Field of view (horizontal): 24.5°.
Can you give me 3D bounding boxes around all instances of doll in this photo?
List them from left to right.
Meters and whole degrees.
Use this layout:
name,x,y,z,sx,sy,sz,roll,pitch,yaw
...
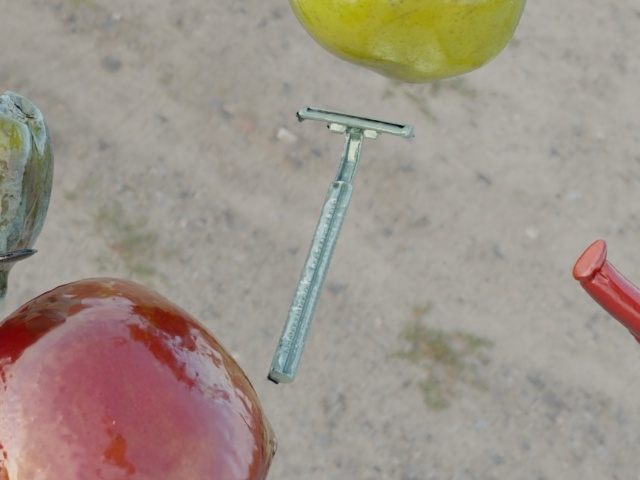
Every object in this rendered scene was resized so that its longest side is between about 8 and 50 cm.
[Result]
name,x,y,z,sx,sy,sz,roll,pitch,yaw
doll,0.415,0.138,1.545,0.384,0.099,0.188,45,-10,-38

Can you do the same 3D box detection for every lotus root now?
name,x,y,z,sx,sy,sz,roll,pitch,yaw
lotus root,-0.289,-0.035,1.308,0.088,0.192,0.113,13,17,4

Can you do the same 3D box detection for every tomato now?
name,x,y,z,sx,sy,sz,roll,pitch,yaw
tomato,-0.144,0.098,0.864,0.200,0.139,0.233,-33,32,-34

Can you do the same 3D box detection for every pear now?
name,x,y,z,sx,sy,sz,roll,pitch,yaw
pear,0.059,-0.212,1.065,0.198,0.198,0.198,19,43,-18

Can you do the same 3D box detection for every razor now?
name,x,y,z,sx,sy,sz,roll,pitch,yaw
razor,0.001,0.004,1.036,0.084,0.036,0.211,12,69,13

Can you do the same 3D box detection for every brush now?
name,x,y,z,sx,sy,sz,roll,pitch,yaw
brush,-0.266,0.018,1.170,0.083,0.024,0.008,-12,83,-9
